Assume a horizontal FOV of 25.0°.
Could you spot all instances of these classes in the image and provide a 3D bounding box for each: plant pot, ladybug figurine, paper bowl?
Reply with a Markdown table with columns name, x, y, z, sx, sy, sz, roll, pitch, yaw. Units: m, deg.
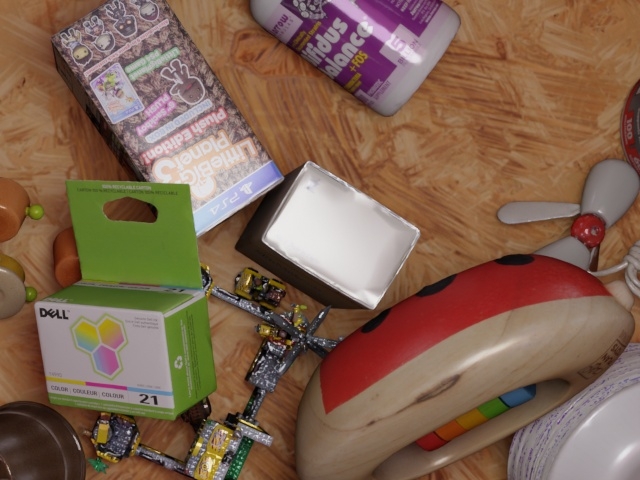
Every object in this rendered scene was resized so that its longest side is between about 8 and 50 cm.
| name | x | y | z | sx | sy | sz | roll | pitch | yaw |
| --- | --- | --- | --- | --- | --- | --- | --- | --- | --- |
| plant pot | -0.392 | 0.286 | 1.753 | 0.167 | 0.165 | 0.167 | 0 | 90 | 13 |
| ladybug figurine | 0.157 | 0.149 | 1.700 | 0.449 | 0.305 | 0.162 | -29 | 67 | 13 |
| paper bowl | 0.393 | 0.284 | 1.841 | 0.284 | 0.148 | 0.284 | -12 | 120 | -21 |

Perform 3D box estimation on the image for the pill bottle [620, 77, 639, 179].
| name | x | y | z | sx | sy | sz | roll | pitch | yaw |
| --- | --- | --- | --- | --- | --- | --- | --- | --- | --- |
| pill bottle | 0.536 | -0.159 | 1.832 | 0.210 | 0.363 | 0.210 | 0 | 87 | -8 |

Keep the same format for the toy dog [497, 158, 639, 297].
| name | x | y | z | sx | sy | sz | roll | pitch | yaw |
| --- | --- | --- | --- | --- | --- | --- | --- | --- | --- |
| toy dog | 0.302 | 0.048 | 1.921 | 0.333 | 0.161 | 0.220 | -30 | 89 | -23 |

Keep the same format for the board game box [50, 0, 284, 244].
| name | x | y | z | sx | sy | sz | roll | pitch | yaw |
| --- | --- | --- | --- | --- | --- | --- | --- | --- | --- |
| board game box | -0.194 | -0.148 | 1.792 | 0.141 | 0.232 | 0.291 | -34 | 94 | -8 |

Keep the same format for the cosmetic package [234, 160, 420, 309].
| name | x | y | z | sx | sy | sz | roll | pitch | yaw |
| --- | --- | --- | --- | --- | --- | --- | --- | --- | --- |
| cosmetic package | 0.000 | 0.000 | 1.774 | 0.160 | 0.309 | 0.113 | 32 | 84 | -5 |

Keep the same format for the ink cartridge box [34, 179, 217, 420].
| name | x | y | z | sx | sy | sz | roll | pitch | yaw |
| --- | --- | --- | --- | --- | --- | --- | --- | --- | --- |
| ink cartridge box | -0.235 | 0.065 | 1.684 | 0.188 | 0.097 | 0.255 | 3 | 108 | 29 |

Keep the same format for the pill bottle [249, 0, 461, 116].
| name | x | y | z | sx | sy | sz | roll | pitch | yaw |
| --- | --- | --- | --- | --- | --- | --- | --- | --- | --- |
| pill bottle | 0.017 | -0.309 | 1.861 | 0.301 | 0.169 | 0.169 | 36 | 83 | -5 |

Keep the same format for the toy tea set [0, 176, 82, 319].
| name | x | y | z | sx | sy | sz | roll | pitch | yaw |
| --- | --- | --- | --- | --- | --- | --- | --- | --- | --- |
| toy tea set | -0.426 | -0.022 | 1.817 | 0.336 | 0.124 | 0.200 | 33 | 118 | -23 |

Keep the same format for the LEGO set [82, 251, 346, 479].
| name | x | y | z | sx | sy | sz | roll | pitch | yaw |
| --- | --- | --- | --- | --- | --- | --- | --- | --- | --- |
| LEGO set | -0.143 | 0.179 | 1.805 | 0.255 | 0.192 | 0.331 | 33 | 83 | -6 |
